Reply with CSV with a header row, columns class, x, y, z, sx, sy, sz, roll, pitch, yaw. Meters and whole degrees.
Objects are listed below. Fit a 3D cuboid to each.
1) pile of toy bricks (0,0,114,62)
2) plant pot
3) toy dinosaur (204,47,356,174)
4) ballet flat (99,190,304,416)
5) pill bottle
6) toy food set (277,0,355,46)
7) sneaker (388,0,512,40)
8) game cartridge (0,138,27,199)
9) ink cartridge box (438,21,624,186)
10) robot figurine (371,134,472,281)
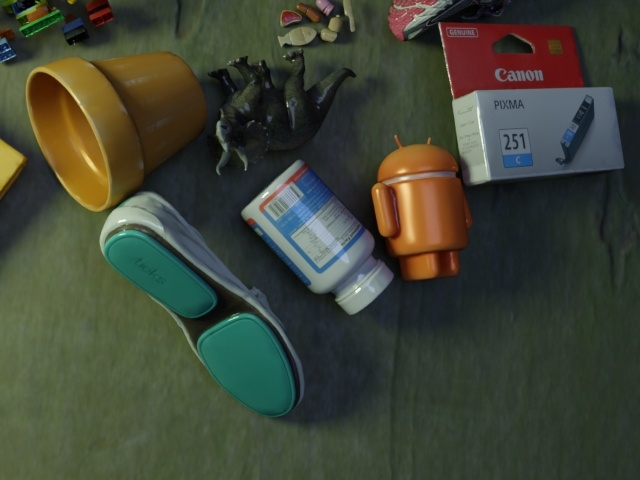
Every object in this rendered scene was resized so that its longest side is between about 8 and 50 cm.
class,x,y,z,sx,sy,sz,roll,pitch,yaw
pile of toy bricks,-0.402,-0.341,1.283,0.212,0.118,0.105,-24,62,-1
plant pot,-0.267,-0.169,1.251,0.188,0.205,0.205,-30,92,-32
toy dinosaur,-0.072,-0.192,1.349,0.313,0.121,0.160,-18,95,-45
ballet flat,-0.143,0.081,1.264,0.139,0.139,0.400,-48,120,-15
pill bottle,0.000,0.000,1.330,0.124,0.124,0.221,-44,97,-15
toy food set,-0.011,-0.343,1.422,0.122,0.019,0.078,-9,86,-8
sneaker,0.245,-0.399,1.451,0.299,0.121,0.112,-32,123,-9
game cartridge,-0.606,-0.091,1.198,0.324,0.053,0.285,37,80,-10
ink cartridge box,0.338,-0.226,1.441,0.296,0.066,0.261,-7,87,-31
robot figurine,0.155,-0.050,1.377,0.158,0.128,0.219,-7,86,-2
